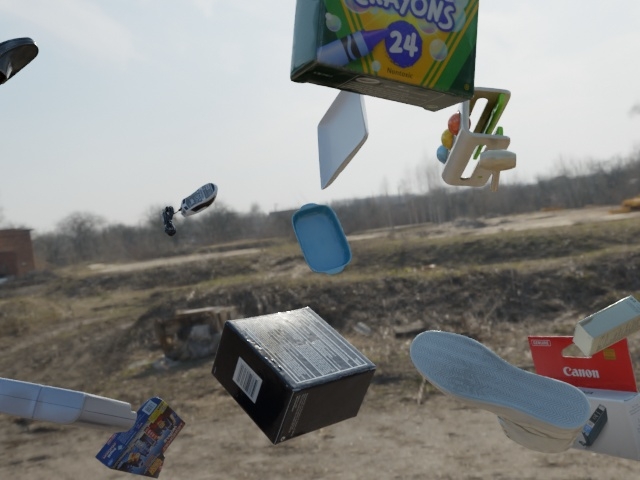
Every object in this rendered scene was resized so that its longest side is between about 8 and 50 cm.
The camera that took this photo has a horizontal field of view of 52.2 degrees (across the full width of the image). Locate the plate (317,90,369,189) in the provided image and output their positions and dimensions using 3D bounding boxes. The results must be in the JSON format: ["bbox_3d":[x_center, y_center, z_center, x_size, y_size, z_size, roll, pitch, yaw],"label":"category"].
[{"bbox_3d":[0.072,-0.332,1.990,0.045,0.278,0.277,12,-37,-23],"label":"plate"}]

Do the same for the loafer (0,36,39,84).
[{"bbox_3d":[-0.573,-0.303,1.167,0.170,0.061,0.062,-42,-30,-19],"label":"loafer"}]

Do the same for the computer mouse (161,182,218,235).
[{"bbox_3d":[-0.368,-0.095,1.876,0.193,0.106,0.042,-30,-44,6],"label":"computer mouse"}]

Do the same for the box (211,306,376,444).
[{"bbox_3d":[-0.071,0.339,1.699,0.294,0.183,0.296,-5,32,-43],"label":"box"}]

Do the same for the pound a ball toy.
[{"bbox_3d":[0.348,-0.206,1.507,0.135,0.208,0.319,5,-17,3],"label":"pound a ball toy"}]

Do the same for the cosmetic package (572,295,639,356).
[{"bbox_3d":[0.494,0.147,1.117,0.115,0.060,0.041,-22,47,-13],"label":"cosmetic package"}]

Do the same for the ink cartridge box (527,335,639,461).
[{"bbox_3d":[0.606,0.359,1.534,0.066,0.261,0.296,-15,0,-29],"label":"ink cartridge box"}]

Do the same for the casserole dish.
[{"bbox_3d":[0.000,0.000,1.554,0.114,0.188,0.037,-16,-20,-17],"label":"casserole dish"}]

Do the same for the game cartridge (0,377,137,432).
[{"bbox_3d":[-0.460,0.247,1.012,0.294,0.060,0.196,5,-23,15],"label":"game cartridge"}]

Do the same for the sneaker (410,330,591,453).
[{"bbox_3d":[0.286,0.264,1.089,0.292,0.108,0.169,23,-28,26],"label":"sneaker"}]

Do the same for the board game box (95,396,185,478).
[{"bbox_3d":[-0.436,0.509,1.640,0.060,0.194,0.194,22,61,30],"label":"board game box"}]

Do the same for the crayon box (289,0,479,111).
[{"bbox_3d":[0.082,-0.330,0.748,0.203,0.323,0.083,6,-4,-25],"label":"crayon box"}]
